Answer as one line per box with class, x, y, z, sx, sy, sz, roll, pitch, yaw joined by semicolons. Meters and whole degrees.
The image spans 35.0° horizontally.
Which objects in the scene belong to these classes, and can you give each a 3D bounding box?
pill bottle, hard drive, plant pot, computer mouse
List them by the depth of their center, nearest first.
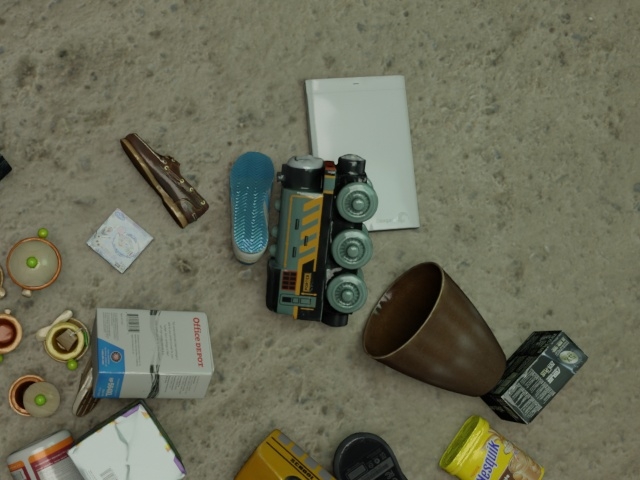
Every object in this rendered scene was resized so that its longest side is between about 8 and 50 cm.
pill bottle;-0.461;0.459;1.805;0.121;0.121;0.221;-24;89;-12
plant pot;0.237;0.192;1.933;0.230;0.215;0.215;37;79;-20
computer mouse;0.105;0.483;1.937;0.188;0.072;0.272;-28;100;-10
hard drive;0.081;-0.169;2.011;0.203;0.040;0.307;-5;84;-11

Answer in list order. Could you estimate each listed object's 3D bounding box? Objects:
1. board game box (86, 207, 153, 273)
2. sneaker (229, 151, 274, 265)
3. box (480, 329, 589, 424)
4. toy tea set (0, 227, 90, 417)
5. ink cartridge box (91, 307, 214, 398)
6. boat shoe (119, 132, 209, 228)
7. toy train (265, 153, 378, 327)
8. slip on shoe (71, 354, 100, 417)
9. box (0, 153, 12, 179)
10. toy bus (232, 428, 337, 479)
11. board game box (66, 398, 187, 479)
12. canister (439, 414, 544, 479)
board game box;-0.379;0.001;1.920;0.090;0.020;0.090;41;79;-4
sneaker;-0.137;-0.064;1.941;0.087;0.092;0.228;7;63;-7
box;0.409;0.263;1.970;0.180;0.147;0.077;-45;92;-12
toy tea set;-0.526;0.149;1.824;0.200;0.124;0.336;-23;88;-12
ink cartridge box;-0.305;0.205;1.832;0.203;0.086;0.148;5;45;-18
boat shoe;-0.294;-0.123;1.925;0.073;0.073;0.207;-38;99;-13
toy train;0.000;0.000;1.896;0.190;0.142;0.334;5;105;-4
slip on shoe;-0.424;0.259;1.876;0.041;0.051;0.135;23;88;32
box;-0.647;-0.117;1.814;0.093;0.158;0.156;44;79;-3
toy bus;-0.002;0.502;1.837;0.333;0.130;0.108;39;117;9
board game box;-0.331;0.372;1.759;0.142;0.275;0.144;-33;90;-12
canister;0.336;0.439;1.977;0.170;0.073;0.126;37;79;-6
